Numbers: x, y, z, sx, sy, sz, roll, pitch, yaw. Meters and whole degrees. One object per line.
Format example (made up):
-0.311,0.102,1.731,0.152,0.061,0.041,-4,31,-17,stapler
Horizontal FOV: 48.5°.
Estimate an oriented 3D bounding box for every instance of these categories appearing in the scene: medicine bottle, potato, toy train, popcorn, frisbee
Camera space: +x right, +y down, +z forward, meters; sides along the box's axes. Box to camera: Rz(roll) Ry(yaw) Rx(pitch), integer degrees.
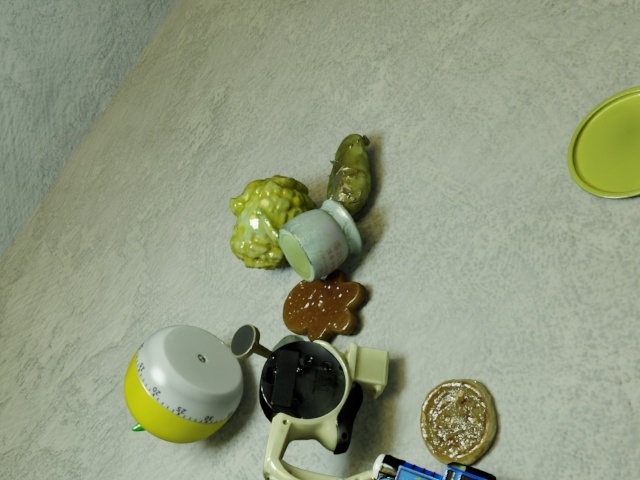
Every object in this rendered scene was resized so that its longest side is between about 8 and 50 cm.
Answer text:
0.000,0.000,1.576,0.143,0.147,0.147,-30,34,-21,medicine bottle
0.069,-0.155,1.686,0.117,0.090,0.225,-17,54,38,potato
0.171,0.409,1.137,0.204,0.082,0.131,15,73,19,toy train
-0.120,-0.043,1.729,0.256,0.195,0.255,-62,30,23,popcorn
0.554,-0.175,1.262,0.236,0.017,0.235,-26,48,33,frisbee

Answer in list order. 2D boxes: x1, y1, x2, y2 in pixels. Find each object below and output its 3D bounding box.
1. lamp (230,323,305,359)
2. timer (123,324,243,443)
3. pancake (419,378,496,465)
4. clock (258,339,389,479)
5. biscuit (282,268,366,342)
-0.082,0.244,1.468,0.121,0.215,0.121,-26,46,30,lamp
-0.335,0.358,1.626,0.285,0.285,0.285,-26,48,32,timer
0.236,0.314,1.240,0.158,0.028,0.158,-23,51,32,pancake
0.002,0.360,1.287,0.120,0.277,0.378,101,175,-57,clock
0.004,0.147,1.585,0.236,0.039,0.179,1,65,47,biscuit
